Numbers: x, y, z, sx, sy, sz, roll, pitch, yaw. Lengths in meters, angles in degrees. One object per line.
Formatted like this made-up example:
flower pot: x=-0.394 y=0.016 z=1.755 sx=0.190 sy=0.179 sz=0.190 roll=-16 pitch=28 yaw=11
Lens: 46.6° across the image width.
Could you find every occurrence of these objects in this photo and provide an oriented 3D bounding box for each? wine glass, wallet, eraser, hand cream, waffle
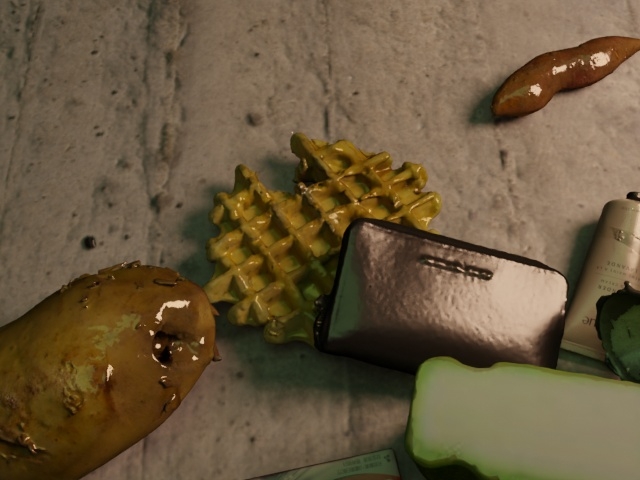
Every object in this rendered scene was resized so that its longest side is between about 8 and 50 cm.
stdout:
wine glass: x=0.368 y=0.073 z=0.697 sx=0.182 sy=0.122 sz=0.122 roll=-19 pitch=63 yaw=-16
wallet: x=0.121 y=0.066 z=0.730 sx=0.250 sy=0.044 sz=0.149 roll=16 pitch=74 yaw=-3
eraser: x=0.178 y=0.166 z=0.591 sx=0.209 sy=0.274 sz=0.092 roll=8 pitch=72 yaw=11
hand cream: x=0.306 y=0.035 z=0.768 sx=0.087 sy=0.054 sz=0.186 roll=17 pitch=74 yaw=9
waffle: x=0.000 y=0.001 z=0.805 sx=0.261 sy=0.056 sz=0.250 roll=13 pitch=66 yaw=6

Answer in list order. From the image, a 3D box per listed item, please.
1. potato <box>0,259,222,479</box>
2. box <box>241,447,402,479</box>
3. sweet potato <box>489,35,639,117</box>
potato: x=-0.236 y=0.136 z=0.710 sx=0.300 sy=0.140 sz=0.173 roll=-31 pitch=60 yaw=-6
box: x=-0.029 y=0.245 z=0.693 sx=0.218 sy=0.040 sz=0.055 roll=-11 pitch=62 yaw=-1
sweet potato: x=0.292 y=-0.203 z=0.886 sx=0.218 sy=0.051 sz=0.065 roll=-26 pitch=60 yaw=-9
